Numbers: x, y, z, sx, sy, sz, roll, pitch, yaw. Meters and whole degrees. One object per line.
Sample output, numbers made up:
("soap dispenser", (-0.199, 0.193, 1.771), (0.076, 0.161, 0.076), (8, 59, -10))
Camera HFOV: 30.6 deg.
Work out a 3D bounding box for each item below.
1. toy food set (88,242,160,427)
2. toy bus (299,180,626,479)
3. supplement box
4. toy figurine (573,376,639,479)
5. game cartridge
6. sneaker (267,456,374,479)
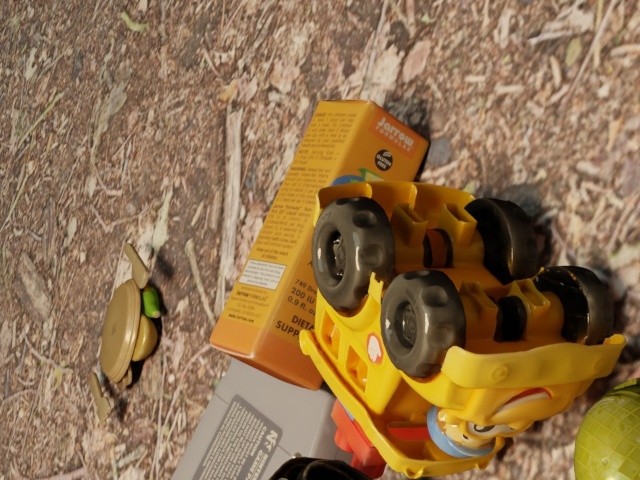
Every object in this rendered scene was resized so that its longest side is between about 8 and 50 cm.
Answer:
("toy food set", (-0.221, 0.108, 1.357), (0.132, 0.038, 0.192), (46, 121, 63))
("toy bus", (0.075, 0.087, 0.804), (0.220, 0.149, 0.211), (48, 130, 51))
("supplement box", (0.000, 0.000, 0.966), (0.080, 0.078, 0.233), (5, 68, 57))
("toy figurine", (0.146, 0.210, 0.550), (0.191, 0.217, 0.362), (-33, 51, 47))
("game cartridge", (-0.074, 0.247, 1.000), (0.198, 0.062, 0.297), (26, 89, 54))
("sneaker", (-0.056, 0.210, 0.839), (0.295, 0.104, 0.147), (14, 108, 23))
